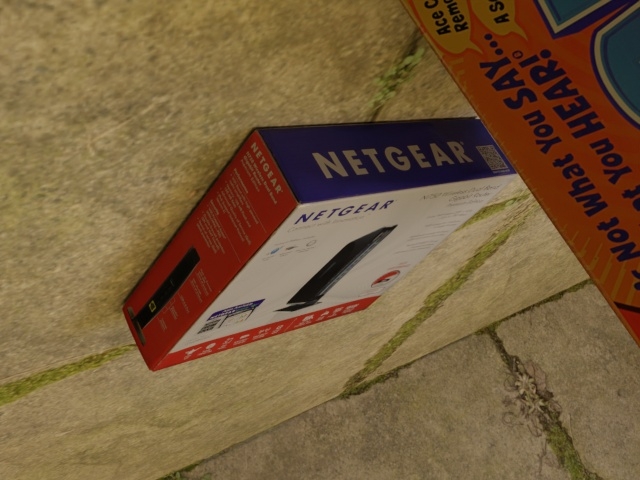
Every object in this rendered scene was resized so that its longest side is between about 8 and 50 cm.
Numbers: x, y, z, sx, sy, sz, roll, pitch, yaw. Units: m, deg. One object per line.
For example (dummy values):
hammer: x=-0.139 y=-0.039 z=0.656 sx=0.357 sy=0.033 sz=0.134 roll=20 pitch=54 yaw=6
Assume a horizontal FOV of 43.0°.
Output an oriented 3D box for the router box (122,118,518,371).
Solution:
router box: x=0.000 y=0.000 z=0.866 sx=0.335 sy=0.082 sz=0.301 roll=-11 pitch=154 yaw=-44

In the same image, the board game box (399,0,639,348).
board game box: x=0.346 y=-0.128 z=0.614 sx=0.356 sy=0.356 sz=0.356 roll=-38 pitch=160 yaw=22
